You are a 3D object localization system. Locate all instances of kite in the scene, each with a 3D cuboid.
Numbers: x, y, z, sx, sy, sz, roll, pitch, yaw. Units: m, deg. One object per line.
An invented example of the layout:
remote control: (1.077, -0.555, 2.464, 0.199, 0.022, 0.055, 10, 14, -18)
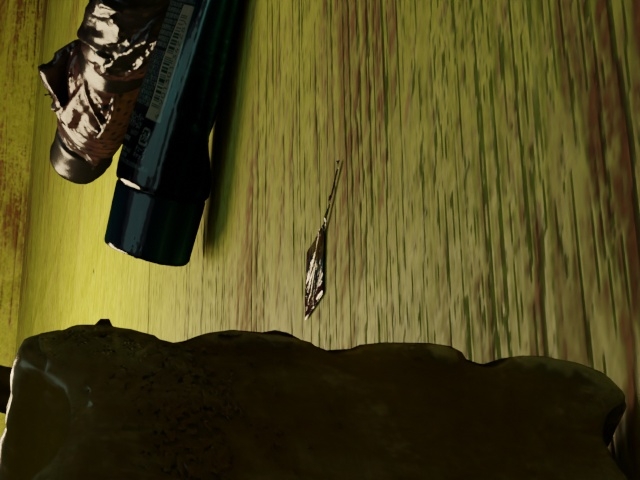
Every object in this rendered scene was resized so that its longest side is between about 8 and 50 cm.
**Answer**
kite: (0.001, 0.004, 0.843, 0.078, 0.002, 0.044, 109, 163, -44)

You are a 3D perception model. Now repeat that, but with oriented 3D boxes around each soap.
soap: (-0.019, 0.148, 0.502, 0.080, 0.160, 0.257, -104, 23, -54)

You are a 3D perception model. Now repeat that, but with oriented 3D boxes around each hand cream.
hand cream: (-0.084, -0.121, 1.175, 0.120, 0.061, 0.270, -147, 69, -74)

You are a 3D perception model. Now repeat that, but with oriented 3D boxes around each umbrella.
umbrella: (-0.166, -0.141, 1.466, 0.090, 0.094, 0.326, 48, 151, 9)

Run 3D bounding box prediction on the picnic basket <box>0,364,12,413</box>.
picnic basket: (-0.189, 0.206, 0.873, 0.337, 0.293, 0.337, 170, 90, -87)
